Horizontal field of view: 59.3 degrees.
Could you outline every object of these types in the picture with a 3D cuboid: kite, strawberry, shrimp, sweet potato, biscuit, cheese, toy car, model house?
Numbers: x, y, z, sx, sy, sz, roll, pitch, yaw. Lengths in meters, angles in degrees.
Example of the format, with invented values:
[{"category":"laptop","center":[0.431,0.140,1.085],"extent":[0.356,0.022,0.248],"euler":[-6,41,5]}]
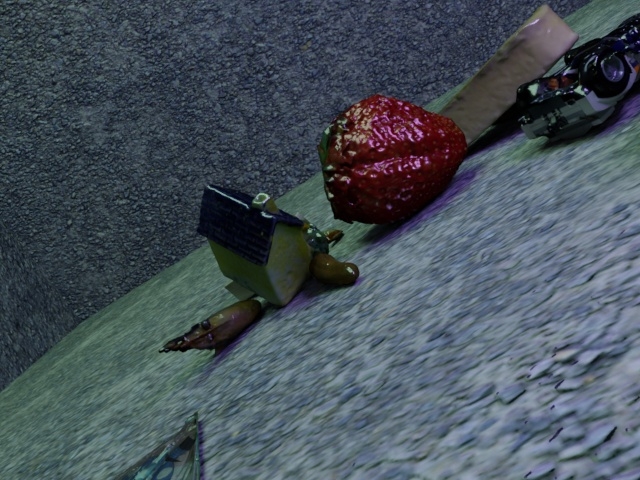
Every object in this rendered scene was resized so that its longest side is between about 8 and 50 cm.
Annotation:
[{"category":"kite","center":[-0.239,0.319,0.616],"extent":[0.406,0.014,0.368],"euler":[-25,14,34]},{"category":"strawberry","center":[0.142,-0.159,1.078],"extent":[0.288,0.250,0.238],"euler":[-7,5,0]},{"category":"shrimp","center":[-0.195,0.174,1.005],"extent":[0.117,0.066,0.262],"euler":[-43,-11,33]},{"category":"shrimp","center":[0.003,0.007,1.258],"extent":[0.095,0.045,0.162],"euler":[-7,13,13]},{"category":"sweet potato","center":[0.016,0.050,0.964],"extent":[0.053,0.054,0.182],"euler":[-42,14,-11]},{"category":"biscuit","center":[0.498,-0.345,1.389],"extent":[0.188,0.027,0.188],"euler":[-33,11,7]},{"category":"cheese","center":[0.416,-0.369,1.256],"extent":[0.384,0.104,0.384],"euler":[-45,-2,-2]},{"category":"toy car","center":[0.474,-0.282,0.935],"extent":[0.301,0.118,0.193],"euler":[-37,5,-20]},{"category":"model house","center":[-0.112,-0.027,1.027],"extent":[0.194,0.211,0.170],"euler":[27,61,33]}]

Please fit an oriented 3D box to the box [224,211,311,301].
[{"category":"box","center":[-0.112,0.038,1.238],"extent":[0.201,0.058,0.141],"euler":[-34,20,39]}]
